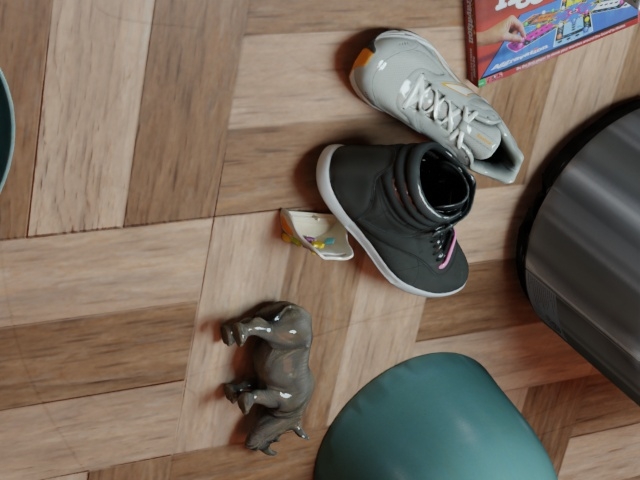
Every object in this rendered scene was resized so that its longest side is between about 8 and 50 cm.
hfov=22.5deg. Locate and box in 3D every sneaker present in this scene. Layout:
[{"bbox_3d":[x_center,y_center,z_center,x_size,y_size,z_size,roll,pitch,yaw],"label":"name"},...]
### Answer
[{"bbox_3d":[0.131,-0.017,1.872,0.296,0.147,0.104,43,56,-43],"label":"sneaker"},{"bbox_3d":[0.145,-0.148,1.824,0.262,0.121,0.099,28,101,-43],"label":"sneaker"}]

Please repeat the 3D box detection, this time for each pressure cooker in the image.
[{"bbox_3d":[0.495,0.061,2.002,0.370,0.420,0.375,18,108,-40],"label":"pressure cooker"}]

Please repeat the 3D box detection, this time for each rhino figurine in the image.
[{"bbox_3d":[-0.056,0.174,1.941,0.106,0.073,0.243,-17,130,-21],"label":"rhino figurine"}]

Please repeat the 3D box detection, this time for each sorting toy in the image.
[{"bbox_3d":[0.000,0.000,1.857,0.083,0.075,0.045,4,117,-36],"label":"sorting toy"}]

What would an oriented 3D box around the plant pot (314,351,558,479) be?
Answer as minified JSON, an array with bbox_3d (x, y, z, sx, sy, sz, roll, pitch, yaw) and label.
[{"bbox_3d":[0.174,0.330,2.094,0.293,0.235,0.293,-17,127,-24],"label":"plant pot"}]

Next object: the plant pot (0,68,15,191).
[{"bbox_3d":[-0.436,-0.117,1.392,0.290,0.195,0.290,-18,129,-24],"label":"plant pot"}]

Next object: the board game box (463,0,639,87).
[{"bbox_3d":[0.293,-0.291,1.894,0.281,0.027,0.145,-23,129,-20],"label":"board game box"}]

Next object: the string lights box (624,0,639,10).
[{"bbox_3d":[0.295,-0.354,1.689,0.077,0.259,0.133,-8,124,-30],"label":"string lights box"}]
